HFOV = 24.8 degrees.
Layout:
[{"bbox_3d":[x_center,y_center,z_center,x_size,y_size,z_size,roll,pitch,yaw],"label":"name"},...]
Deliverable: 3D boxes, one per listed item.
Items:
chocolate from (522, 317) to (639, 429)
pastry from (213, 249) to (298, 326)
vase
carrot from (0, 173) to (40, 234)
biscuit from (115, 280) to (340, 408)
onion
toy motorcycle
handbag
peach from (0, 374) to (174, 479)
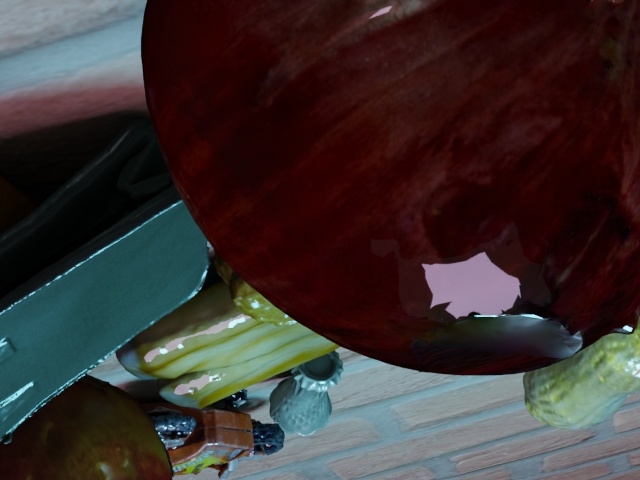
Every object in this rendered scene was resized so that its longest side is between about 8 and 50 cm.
[{"bbox_3d":[0.363,0.160,1.868,0.134,0.134,0.309,-3,157,-25],"label":"chocolate"},{"bbox_3d":[0.000,0.000,1.254,0.189,0.103,0.188,-12,160,-5],"label":"pastry"},{"bbox_3d":[-0.014,0.174,1.753,0.081,0.081,0.148,-8,155,-14],"label":"vase"},{"bbox_3d":[-0.254,-0.038,1.066,0.061,0.061,0.256,-14,158,1],"label":"carrot"},{"bbox_3d":[-0.047,0.080,1.459,0.291,0.062,0.237,-23,160,5],"label":"biscuit"},{"bbox_3d":[0.076,-0.075,0.840,0.341,0.341,0.341,-12,160,-4],"label":"onion"},{"bbox_3d":[-0.169,0.246,1.815,0.171,0.089,0.298,-21,159,23],"label":"toy motorcycle"},{"bbox_3d":[-0.200,0.043,1.127,0.260,0.079,0.247,-40,167,-16],"label":"handbag"},{"bbox_3d":[-0.349,0.259,1.400,0.417,0.339,0.353,5,137,-23],"label":"peach"}]
